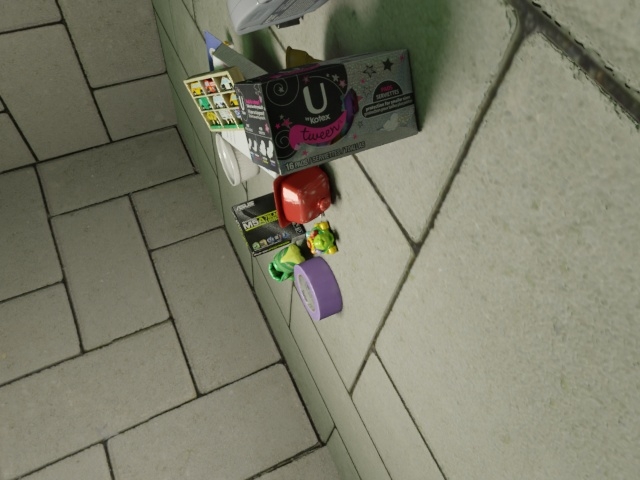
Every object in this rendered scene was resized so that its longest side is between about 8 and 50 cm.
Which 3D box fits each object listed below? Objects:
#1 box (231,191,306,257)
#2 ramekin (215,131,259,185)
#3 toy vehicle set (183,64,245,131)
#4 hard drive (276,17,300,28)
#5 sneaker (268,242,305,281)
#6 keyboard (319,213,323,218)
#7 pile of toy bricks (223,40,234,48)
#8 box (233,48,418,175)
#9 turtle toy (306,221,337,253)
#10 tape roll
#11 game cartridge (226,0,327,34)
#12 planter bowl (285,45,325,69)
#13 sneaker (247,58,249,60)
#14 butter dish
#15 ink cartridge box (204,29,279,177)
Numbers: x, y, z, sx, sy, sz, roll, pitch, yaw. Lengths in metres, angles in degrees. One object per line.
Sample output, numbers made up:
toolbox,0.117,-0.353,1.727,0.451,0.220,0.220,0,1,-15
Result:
box,-0.168,-0.059,1.613,0.045,0.190,0.184,105,142,-66
ramekin,-0.311,-0.320,1.890,0.207,0.109,0.207,160,90,-73
toy vehicle set,-0.271,-0.386,1.381,0.267,0.035,0.166,13,138,50
hard drive,-0.102,-0.636,0.980,0.237,0.064,0.339,60,161,28
sneaker,-0.120,0.083,1.713,0.109,0.123,0.295,63,172,14
keyboard,-0.036,-0.186,1.367,0.072,0.014,0.256,30,137,64
pile of toy bricks,-0.329,-0.554,1.685,0.118,0.105,0.212,63,162,21
box,0.008,-0.215,0.807,0.163,0.247,0.142,33,140,61
turtle toy,0.000,0.000,1.378,0.095,0.066,0.130,71,163,-4
tape roll,-0.010,0.150,1.556,0.189,0.080,0.189,56,158,36
game cartridge,-0.055,-0.425,0.847,0.297,0.198,0.062,22,130,67
planter bowl,0.004,-0.274,0.966,0.217,0.090,0.217,-10,-90,-81
sneaker,-0.216,-0.458,1.475,0.235,0.094,0.090,49,152,43
butter dish,-0.025,-0.109,1.247,0.118,0.160,0.160,27,141,32
ink cartridge box,-0.226,-0.381,1.437,0.330,0.071,0.324,37,153,16
